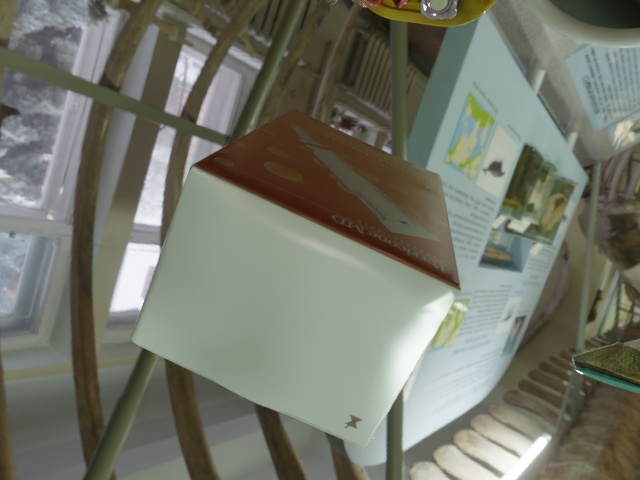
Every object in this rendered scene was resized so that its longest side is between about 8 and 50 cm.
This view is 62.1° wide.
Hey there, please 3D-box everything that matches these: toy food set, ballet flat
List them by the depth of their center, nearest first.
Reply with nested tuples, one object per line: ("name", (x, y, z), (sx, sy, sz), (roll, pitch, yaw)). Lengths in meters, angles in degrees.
("toy food set", (0.088, -0.296, 0.562), (0.218, 0.128, 0.071), (14, -147, 16))
("ballet flat", (0.519, 0.188, 0.723), (0.123, 0.123, 0.348), (14, -179, -27))

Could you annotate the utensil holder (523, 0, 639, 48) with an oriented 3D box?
("utensil holder", (0.473, -0.412, 0.665), (0.385, 0.327, 0.328), (-18, -150, -41))

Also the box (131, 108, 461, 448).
("box", (0.000, 0.000, 0.554), (0.215, 0.168, 0.345), (25, -157, 0))
